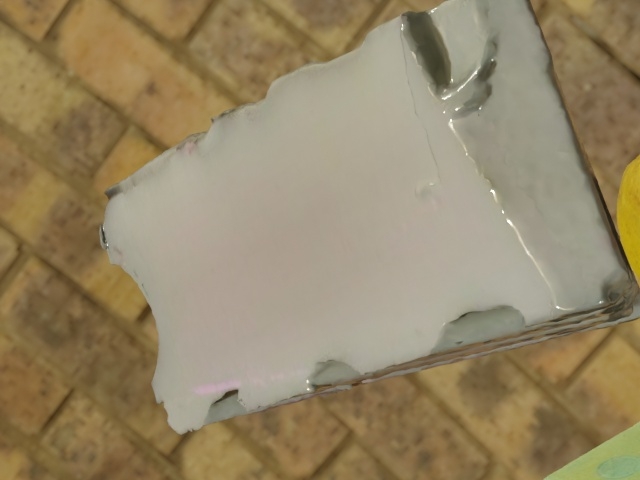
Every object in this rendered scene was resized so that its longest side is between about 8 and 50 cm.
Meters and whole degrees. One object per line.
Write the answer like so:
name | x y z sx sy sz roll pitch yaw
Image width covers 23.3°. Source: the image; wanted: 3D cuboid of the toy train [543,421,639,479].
toy train | 0.376 0.230 1.257 0.397 0.253 0.160 11 123 60

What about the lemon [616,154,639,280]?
lemon | 0.314 -0.012 1.173 0.207 0.170 0.170 44 -160 -11

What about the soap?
soap | 0.000 0.000 0.766 0.258 0.302 0.159 13 -119 -78
